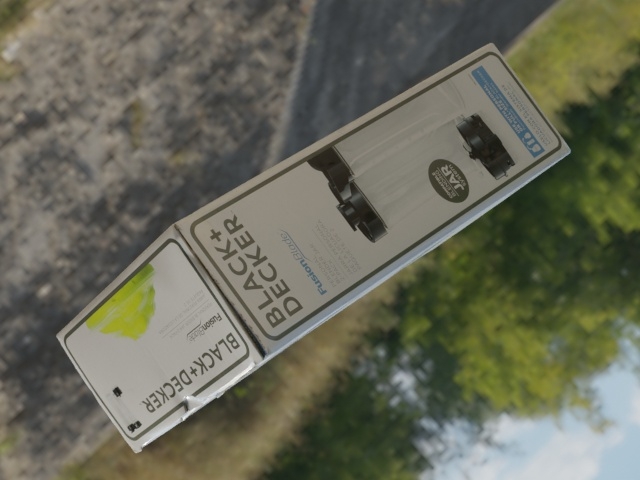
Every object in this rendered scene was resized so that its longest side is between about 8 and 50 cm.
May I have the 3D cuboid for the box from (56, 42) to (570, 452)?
[{"bbox_3d":[0.000,0.000,0.969,0.290,0.087,0.169,-33,176,-39],"label":"box"}]
